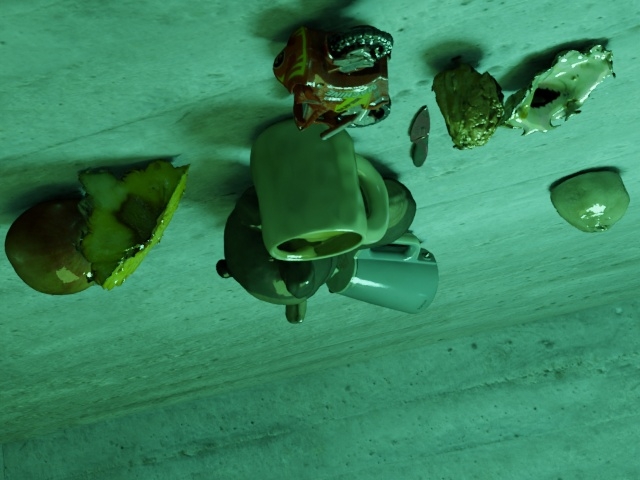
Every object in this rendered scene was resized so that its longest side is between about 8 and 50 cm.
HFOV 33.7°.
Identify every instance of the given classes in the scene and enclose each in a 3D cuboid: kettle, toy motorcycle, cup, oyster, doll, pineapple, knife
[{"bbox_3d":[0.150,0.063,2.444,0.243,0.160,0.210,11,135,-37],"label":"kettle"},{"bbox_3d":[0.023,-0.227,1.481,0.171,0.089,0.298,-9,164,0],"label":"toy motorcycle"},{"bbox_3d":[0.018,-0.088,1.735,0.255,0.202,0.173,-3,162,-21],"label":"cup"},{"bbox_3d":[0.375,-0.246,1.687,0.133,0.072,0.209,4,139,-24],"label":"oyster"},{"bbox_3d":[-0.018,-0.031,1.954,0.378,0.252,0.382,-41,176,-2],"label":"doll"},{"bbox_3d":[-0.342,-0.034,1.778,0.164,0.250,0.140,23,162,6],"label":"pineapple"},{"bbox_3d":[0.174,-0.181,1.856,0.035,0.018,0.247,-7,161,1],"label":"knife"}]

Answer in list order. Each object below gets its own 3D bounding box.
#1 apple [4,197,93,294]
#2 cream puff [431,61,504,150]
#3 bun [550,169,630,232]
[{"bbox_3d":[-0.456,0.012,1.846,0.199,0.199,0.199,-10,163,-3],"label":"apple"},{"bbox_3d":[0.227,-0.206,1.600,0.104,0.133,0.119,-16,152,6],"label":"cream puff"},{"bbox_3d":[0.584,-0.074,2.272,0.166,0.113,0.173,-24,156,39],"label":"bun"}]
